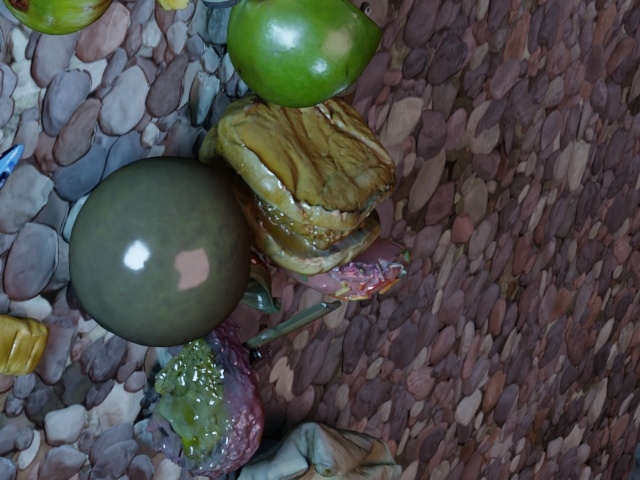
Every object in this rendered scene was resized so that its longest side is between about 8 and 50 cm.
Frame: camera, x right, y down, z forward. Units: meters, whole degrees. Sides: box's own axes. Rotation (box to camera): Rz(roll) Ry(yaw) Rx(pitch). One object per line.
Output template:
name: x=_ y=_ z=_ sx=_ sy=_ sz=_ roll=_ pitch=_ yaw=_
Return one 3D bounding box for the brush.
brush: x=-0.064 y=0.140 z=2.277 sx=0.043 sy=0.248 sz=0.036 roll=-18 pitch=82 yaw=-53

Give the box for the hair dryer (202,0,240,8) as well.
hair dryer: x=-0.171 y=-0.377 z=1.878 sx=0.224 sy=0.088 sz=0.219 roll=-5 pitch=109 yaw=-40

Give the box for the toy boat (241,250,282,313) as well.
toy boat: x=-0.120 y=0.050 z=2.231 sx=0.185 sy=0.089 sz=0.071 roll=19 pitch=58 yaw=-47

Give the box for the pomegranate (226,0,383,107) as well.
pomegranate: x=-0.035 y=-0.251 z=2.078 sx=0.159 sy=0.190 sz=0.241 roll=-54 pitch=-177 yaw=2

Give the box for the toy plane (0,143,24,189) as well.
toy plane: x=-0.405 y=-0.025 z=1.732 sx=0.246 sy=0.078 sz=0.169 roll=-56 pitch=150 yaw=-30

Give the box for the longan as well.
longan: x=-0.185 y=0.013 z=1.970 sx=0.248 sy=0.248 sz=0.248 roll=-38 pitch=140 yaw=-40

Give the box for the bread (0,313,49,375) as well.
bread: x=-0.375 y=0.118 z=1.903 sx=0.132 sy=0.053 sz=0.074 roll=22 pitch=92 yaw=-59

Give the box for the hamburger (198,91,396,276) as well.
hamburger: x=-0.025 y=-0.085 z=2.137 sx=0.283 sy=0.259 sz=0.145 roll=-32 pitch=164 yaw=-51

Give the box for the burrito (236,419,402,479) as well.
burrito: x=-0.008 y=0.358 z=2.585 sx=0.332 sy=0.190 sz=0.135 roll=33 pitch=47 yaw=-63

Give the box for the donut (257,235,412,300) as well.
donut: x=0.000 y=0.000 z=2.264 sx=0.199 sy=0.233 sz=0.085 roll=-6 pitch=132 yaw=-42

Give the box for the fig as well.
fig: x=-0.238 y=-0.336 z=1.711 sx=0.259 sy=0.151 sz=0.151 roll=-54 pitch=149 yaw=-27

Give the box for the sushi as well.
sushi: x=-0.145 y=0.210 z=2.232 sx=0.107 sy=0.161 sz=0.241 roll=8 pitch=105 yaw=-58

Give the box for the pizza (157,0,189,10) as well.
pizza: x=-0.135 y=-0.440 z=1.730 sx=0.277 sy=0.114 sz=0.409 roll=16 pitch=76 yaw=-55

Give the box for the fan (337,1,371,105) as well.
fan: x=0.025 y=-0.235 z=2.339 sx=0.152 sy=0.008 sz=0.227 roll=23 pitch=92 yaw=-60
